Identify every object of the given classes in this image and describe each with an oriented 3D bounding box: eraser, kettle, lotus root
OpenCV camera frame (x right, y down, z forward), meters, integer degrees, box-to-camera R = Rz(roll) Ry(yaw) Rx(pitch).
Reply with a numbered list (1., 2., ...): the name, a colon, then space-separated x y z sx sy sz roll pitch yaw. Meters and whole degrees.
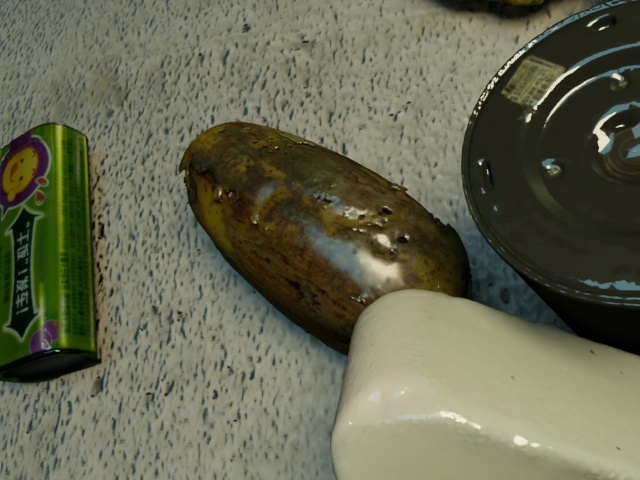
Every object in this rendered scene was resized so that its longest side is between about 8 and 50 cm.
1. eraser: 0.149 0.222 0.438 0.331 0.331 0.150 -10 25 16
2. kettle: 0.279 -0.008 0.449 0.262 0.308 0.203 4 72 33
3. lotus root: 0.000 0.000 0.635 0.397 0.196 0.179 33 88 25

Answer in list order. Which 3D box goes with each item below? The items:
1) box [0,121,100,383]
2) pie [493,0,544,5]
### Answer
1. box: -0.376 0.014 0.822 0.134 0.097 0.346 -23 63 20
2. pie: 0.253 -0.498 0.749 0.395 0.180 0.418 32 76 29
